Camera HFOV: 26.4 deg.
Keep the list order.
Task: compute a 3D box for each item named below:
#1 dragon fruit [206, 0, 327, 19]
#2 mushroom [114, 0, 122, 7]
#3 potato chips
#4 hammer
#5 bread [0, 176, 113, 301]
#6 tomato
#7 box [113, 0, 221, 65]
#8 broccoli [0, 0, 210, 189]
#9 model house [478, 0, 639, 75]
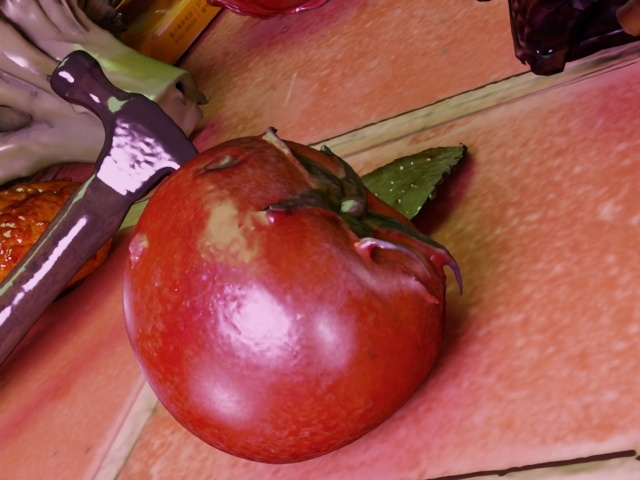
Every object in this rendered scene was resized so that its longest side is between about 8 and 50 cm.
[{"bbox_3d":[-0.043,-0.279,1.179,0.209,0.172,0.172,-4,42,52],"label":"dragon fruit"},{"bbox_3d":[-0.290,-0.224,1.403,0.329,0.122,0.159,-34,56,41],"label":"mushroom"},{"bbox_3d":[0.000,0.000,0.858,0.209,0.026,0.142,-44,31,-7],"label":"potato chips"},{"bbox_3d":[-0.243,0.084,0.921,0.440,0.168,0.044,-49,0,-2],"label":"hammer"},{"bbox_3d":[-0.274,0.021,1.007,0.269,0.095,0.139,-16,12,-17],"label":"bread"},{"bbox_3d":[-0.018,0.036,0.696,0.167,0.167,0.167,-29,29,18],"label":"tomato"},{"bbox_3d":[-0.161,-0.221,1.362,0.152,0.043,0.269,-4,43,50],"label":"box"},{"bbox_3d":[-0.273,-0.146,1.133,0.302,0.249,0.375,14,73,49],"label":"broccoli"},{"bbox_3d":[0.200,-0.216,0.794,0.283,0.297,0.317,-23,68,45],"label":"model house"}]
